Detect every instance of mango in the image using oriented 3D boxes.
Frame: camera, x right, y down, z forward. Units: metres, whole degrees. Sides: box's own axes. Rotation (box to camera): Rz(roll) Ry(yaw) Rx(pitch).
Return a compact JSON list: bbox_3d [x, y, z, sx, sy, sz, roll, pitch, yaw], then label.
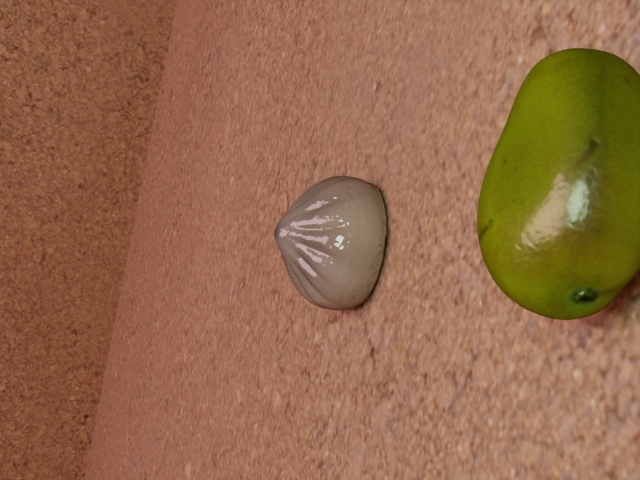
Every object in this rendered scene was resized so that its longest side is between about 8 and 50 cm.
[{"bbox_3d":[0.148,-0.035,0.577,0.117,0.089,0.163,-167,87,-70],"label":"mango"}]

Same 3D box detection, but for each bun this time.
[{"bbox_3d":[0.000,0.000,0.961,0.138,0.094,0.138,-173,90,-67],"label":"bun"}]
